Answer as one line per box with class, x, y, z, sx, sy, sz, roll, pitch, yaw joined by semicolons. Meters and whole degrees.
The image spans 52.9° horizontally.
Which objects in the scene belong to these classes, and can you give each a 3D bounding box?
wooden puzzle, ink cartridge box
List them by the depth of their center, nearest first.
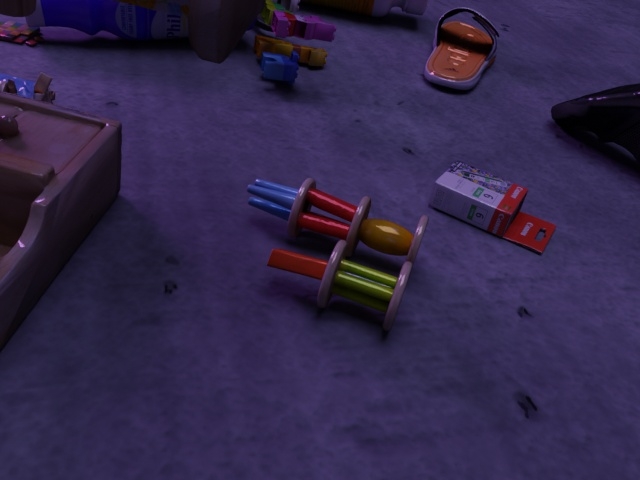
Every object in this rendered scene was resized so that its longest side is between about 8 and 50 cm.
ink cartridge box;0.169;-0.035;0.616;0.115;0.029;0.063;26;38;19
wooden puzzle;-0.372;-0.252;0.775;0.083;0.006;0.049;12;36;0

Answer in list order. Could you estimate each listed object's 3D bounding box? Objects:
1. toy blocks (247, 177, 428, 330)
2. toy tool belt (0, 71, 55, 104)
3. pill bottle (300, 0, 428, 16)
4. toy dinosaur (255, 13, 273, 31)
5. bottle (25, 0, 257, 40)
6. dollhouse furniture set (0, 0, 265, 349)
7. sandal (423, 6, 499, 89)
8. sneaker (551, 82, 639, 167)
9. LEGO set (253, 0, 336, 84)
toy blocks;0.000;0.000;0.499;0.148;0.054;0.123;19;36;9
toy tool belt;-0.294;-0.141;0.607;0.083;0.051;0.052;9;36;-4
pill bottle;0.059;-0.444;1.050;0.246;0.136;0.136;12;36;-1
toy dinosaur;-0.126;-0.426;0.979;0.313;0.121;0.160;43;5;16
bottle;-0.219;-0.308;0.797;0.283;0.118;0.092;-11;60;-20
dollhouse furniture set;-0.223;-0.141;0.331;0.362;0.394;0.256;14;36;-1
sandal;0.216;-0.297;0.946;0.102;0.076;0.265;17;36;7
sneaker;0.375;-0.119;0.758;0.087;0.130;0.227;-22;20;-32
LEGO set;-0.029;-0.255;0.818;0.093;0.087;0.227;5;30;-15
